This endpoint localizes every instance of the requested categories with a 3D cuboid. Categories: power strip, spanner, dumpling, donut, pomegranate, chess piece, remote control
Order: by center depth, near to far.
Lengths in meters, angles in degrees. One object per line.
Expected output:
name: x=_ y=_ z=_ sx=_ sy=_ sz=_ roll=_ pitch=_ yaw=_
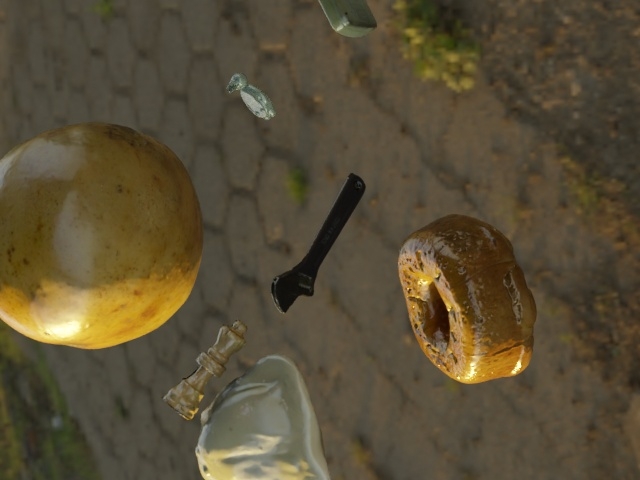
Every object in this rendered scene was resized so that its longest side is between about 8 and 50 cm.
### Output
spanner: x=0.000 y=0.000 z=1.482 sx=0.046 sy=0.208 sz=0.012 roll=44 pitch=143 yaw=-19
pomegranate: x=-0.251 y=-0.006 z=1.491 sx=0.260 sy=0.260 sz=0.260 roll=24 pitch=118 yaw=57
donut: x=0.188 y=0.076 z=1.740 sx=0.226 sy=0.114 sz=0.226 roll=163 pitch=90 yaw=-71
remote control: x=0.004 y=-0.392 z=1.905 sx=0.038 sy=0.098 sz=0.233 roll=-30 pitch=79 yaw=27
power strip: x=-0.102 y=-0.205 z=1.956 sx=0.083 sy=0.035 sz=0.055 roll=48 pitch=157 yaw=-11
dumpling: x=-0.079 y=0.341 z=2.101 sx=0.243 sy=0.187 sz=0.318 roll=51 pitch=145 yaw=31
chess piece: x=-0.174 y=0.196 z=2.107 sx=0.172 sy=0.060 sz=0.060 roll=-53 pitch=36 yaw=-3
